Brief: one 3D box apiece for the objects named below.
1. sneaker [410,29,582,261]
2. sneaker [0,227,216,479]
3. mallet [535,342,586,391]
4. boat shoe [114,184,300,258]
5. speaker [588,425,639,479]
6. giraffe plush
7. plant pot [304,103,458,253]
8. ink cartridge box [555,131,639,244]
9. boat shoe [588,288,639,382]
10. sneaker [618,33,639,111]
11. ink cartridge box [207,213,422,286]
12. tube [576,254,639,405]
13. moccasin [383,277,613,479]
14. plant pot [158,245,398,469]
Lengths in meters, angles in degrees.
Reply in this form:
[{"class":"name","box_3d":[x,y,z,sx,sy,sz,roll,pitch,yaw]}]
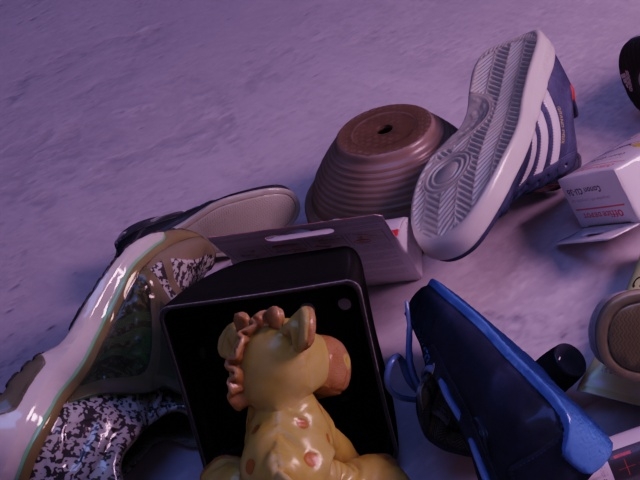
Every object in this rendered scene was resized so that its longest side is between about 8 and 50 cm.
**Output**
[{"class":"sneaker","box_3d":[0.217,-0.081,1.341,0.131,0.148,0.350,-13,36,43]},{"class":"sneaker","box_3d":[-0.182,0.148,1.238,0.182,0.158,0.410,26,43,6]},{"class":"mallet","box_3d":[0.203,0.170,1.056,0.039,0.062,0.190,27,39,-11]},{"class":"boat shoe","box_3d":[-0.140,-0.019,1.464,0.233,0.084,0.079,-22,34,-2]},{"class":"speaker","box_3d":[0.277,0.181,1.010,0.136,0.055,0.055,-18,33,-2]},{"class":"giraffe plush","box_3d":[-0.030,0.145,1.017,0.181,0.210,0.170,-9,77,22]},{"class":"plant pot","box_3d":[0.087,-0.088,1.440,0.237,0.110,0.237,-12,32,8]},{"class":"ink cartridge box","box_3d":[0.341,-0.069,1.296,0.198,0.067,0.115,-30,7,-19]},{"class":"boat shoe","box_3d":[0.384,0.086,1.035,0.302,0.113,0.103,10,3,5]},{"class":"sneaker","box_3d":[0.585,-0.221,1.352,0.257,0.169,0.447,-37,36,-25]},{"class":"ink cartridge box","box_3d":[0.000,0.000,1.263,0.181,0.225,0.056,-8,68,13]},{"class":"tube","box_3d":[0.324,0.066,1.156,0.070,0.062,0.240,-27,24,47]},{"class":"moccasin","box_3d":[0.124,0.128,1.046,0.117,0.138,0.342,-49,15,5]},{"class":"plant pot","box_3d":[-0.024,0.100,1.163,0.188,0.187,0.167,-9,21,14]}]
